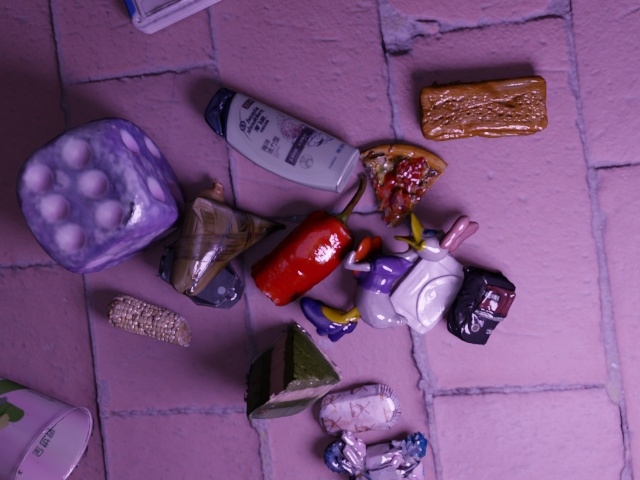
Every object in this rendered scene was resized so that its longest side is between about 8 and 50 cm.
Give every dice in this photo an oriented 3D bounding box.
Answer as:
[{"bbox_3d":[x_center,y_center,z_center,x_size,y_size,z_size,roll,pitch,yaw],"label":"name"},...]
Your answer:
[{"bbox_3d":[-0.482,-0.097,1.550,0.270,0.271,0.270,-30,86,10],"label":"dice"}]

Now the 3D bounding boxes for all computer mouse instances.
[{"bbox_3d":[-0.280,0.082,1.625,0.231,0.071,0.126,29,83,15],"label":"computer mouse"}]

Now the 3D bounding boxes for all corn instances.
[{"bbox_3d":[-0.404,0.188,1.643,0.210,0.087,0.087,15,94,7],"label":"corn"}]

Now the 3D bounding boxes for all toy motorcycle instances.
[{"bbox_3d":[0.149,0.488,1.549,0.239,0.108,0.204,33,103,-18],"label":"toy motorcycle"}]

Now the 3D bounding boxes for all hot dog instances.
[{"bbox_3d":[0.087,0.388,1.577,0.191,0.059,0.108,-14,87,13],"label":"hot dog"}]

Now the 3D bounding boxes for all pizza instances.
[{"bbox_3d":[0.183,-0.121,1.538,0.201,0.053,0.193,1,87,7],"label":"pizza"}]

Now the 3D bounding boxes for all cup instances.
[{"bbox_3d":[-0.724,0.456,1.641,0.274,0.253,0.253,24,96,17],"label":"cup"}]

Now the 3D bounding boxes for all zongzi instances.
[{"bbox_3d":[-0.211,0.032,1.555,0.242,0.112,0.221,17,84,-29],"label":"zongzi"}]

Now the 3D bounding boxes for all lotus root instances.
[{"bbox_3d":[-0.266,-0.072,1.619,0.073,0.062,0.150,29,98,7],"label":"lotus root"}]

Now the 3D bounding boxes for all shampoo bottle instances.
[{"bbox_3d":[-0.098,-0.221,1.563,0.359,0.078,0.134,27,82,12],"label":"shampoo bottle"}]

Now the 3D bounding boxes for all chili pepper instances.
[{"bbox_3d":[0.002,0.004,1.541,0.338,0.131,0.134,-40,86,8],"label":"chili pepper"}]

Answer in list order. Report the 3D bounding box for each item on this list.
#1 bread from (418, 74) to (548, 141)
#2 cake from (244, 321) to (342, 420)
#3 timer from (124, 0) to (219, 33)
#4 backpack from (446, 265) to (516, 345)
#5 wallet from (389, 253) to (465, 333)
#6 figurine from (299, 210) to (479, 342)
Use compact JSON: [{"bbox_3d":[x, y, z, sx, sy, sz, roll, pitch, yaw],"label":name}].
[{"bbox_3d":[0.350,-0.290,1.498,0.270,0.077,0.139,-4,87,9],"label":"bread"},{"bbox_3d":[-0.053,0.327,1.497,0.158,0.283,0.172,-44,101,9],"label":"cake"},{"bbox_3d":[-0.347,-0.610,1.608,0.253,0.078,0.178,-23,87,10],"label":"timer"},{"bbox_3d":[0.347,0.145,1.493,0.120,0.106,0.165,11,100,-29],"label":"backpack"},{"bbox_3d":[0.244,0.111,1.553,0.124,0.032,0.183,40,99,9],"label":"wallet"},{"bbox_3d":[0.149,0.076,1.493,0.193,0.154,0.421,45,103,17],"label":"figurine"}]
